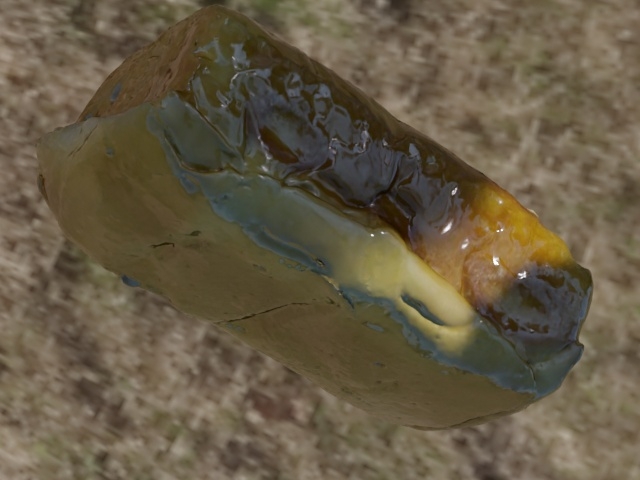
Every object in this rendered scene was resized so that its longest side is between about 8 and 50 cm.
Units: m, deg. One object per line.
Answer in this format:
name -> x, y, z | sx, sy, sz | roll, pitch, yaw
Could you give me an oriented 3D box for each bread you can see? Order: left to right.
bread -> 0.000, 0.000, 0.437 | 0.132, 0.074, 0.053 | 35, 62, -26
